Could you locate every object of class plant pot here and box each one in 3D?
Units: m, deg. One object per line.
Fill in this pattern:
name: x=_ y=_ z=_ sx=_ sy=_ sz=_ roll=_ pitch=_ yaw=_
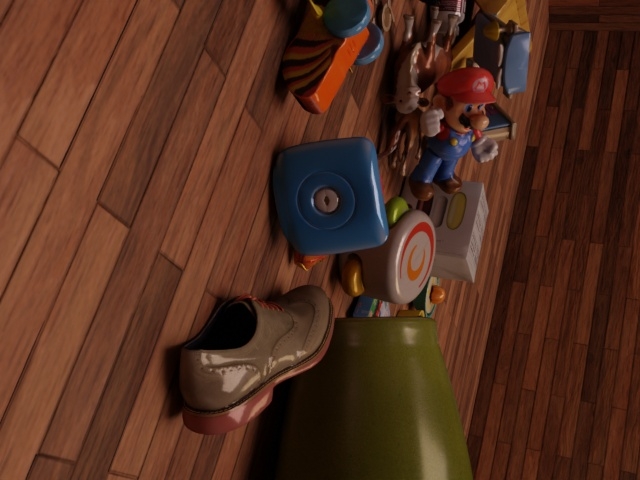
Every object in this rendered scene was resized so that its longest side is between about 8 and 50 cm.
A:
plant pot: x=0.087 y=0.308 z=1.194 sx=0.366 sy=0.366 sz=0.353 roll=18 pitch=70 yaw=-67

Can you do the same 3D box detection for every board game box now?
board game box: x=0.119 y=0.189 z=1.553 sx=0.160 sy=0.039 sz=0.212 roll=-65 pitch=153 yaw=-48

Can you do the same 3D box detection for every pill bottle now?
pill bottle: x=0.312 y=-0.580 z=1.706 sx=0.086 sy=0.086 sz=0.152 roll=-12 pitch=109 yaw=-66

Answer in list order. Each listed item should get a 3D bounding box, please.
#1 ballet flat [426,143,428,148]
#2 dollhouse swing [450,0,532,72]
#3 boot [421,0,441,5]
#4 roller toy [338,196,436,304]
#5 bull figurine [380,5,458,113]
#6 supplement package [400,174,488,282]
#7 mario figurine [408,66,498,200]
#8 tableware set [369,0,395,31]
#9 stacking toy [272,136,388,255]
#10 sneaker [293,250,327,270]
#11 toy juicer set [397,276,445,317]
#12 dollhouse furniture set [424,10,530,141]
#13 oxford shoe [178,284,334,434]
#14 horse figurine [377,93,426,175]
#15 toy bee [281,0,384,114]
ballet flat: x=0.309 y=-0.210 z=1.813 sx=0.083 sy=0.087 sz=0.247 roll=-150 pitch=-108 yaw=-68
dollhouse swing: x=0.404 y=-0.588 z=1.956 sx=0.315 sy=0.305 sz=0.347 roll=61 pitch=12 yaw=22
boot: x=0.220 y=-0.562 z=1.519 sx=0.045 sy=0.121 sz=0.099 roll=-65 pitch=-176 yaw=-5
roller toy: x=0.129 y=0.026 z=1.399 sx=0.191 sy=0.146 sz=0.209 roll=27 pitch=78 yaw=-57
bull figurine: x=0.222 y=-0.396 z=1.523 sx=0.310 sy=0.101 sz=0.188 roll=-48 pitch=152 yaw=-57
supplement package: x=0.289 y=-0.029 z=1.694 sx=0.149 sy=0.194 sz=0.203 roll=56 pitch=46 yaw=-59
mario figurine: x=0.294 y=-0.215 z=1.488 sx=0.198 sy=0.170 sz=0.321 roll=-54 pitch=163 yaw=-45
tableware set: x=0.107 y=-0.444 z=1.353 sx=0.141 sy=0.020 sz=0.169 roll=69 pitch=36 yaw=-50
stacking toy: x=0.040 y=-0.098 z=1.179 sx=0.302 sy=0.165 sz=0.175 roll=-50 pitch=132 yaw=-70
sneaker: x=0.000 y=0.000 z=1.220 sx=0.175 sy=0.064 sz=0.067 roll=-30 pitch=144 yaw=-56
toy juicer set: x=0.303 y=0.169 z=1.930 sx=0.209 sy=0.089 sz=0.329 roll=74 pitch=32 yaw=-43
dollhouse furniture set: x=0.338 y=-0.409 z=1.673 sx=0.286 sy=0.198 sz=0.303 roll=-111 pitch=-167 yaw=-52
oxford shoe: x=-0.075 y=0.127 z=0.992 sx=0.348 sy=0.123 sz=0.130 roll=-43 pitch=130 yaw=-58
horse figurine: x=0.198 y=-0.249 z=1.577 sx=0.263 sy=0.066 sz=0.175 roll=-40 pitch=141 yaw=-62
toy bee: x=0.029 y=-0.342 z=1.081 sx=0.298 sy=0.162 sz=0.195 roll=-41 pitch=149 yaw=-21
